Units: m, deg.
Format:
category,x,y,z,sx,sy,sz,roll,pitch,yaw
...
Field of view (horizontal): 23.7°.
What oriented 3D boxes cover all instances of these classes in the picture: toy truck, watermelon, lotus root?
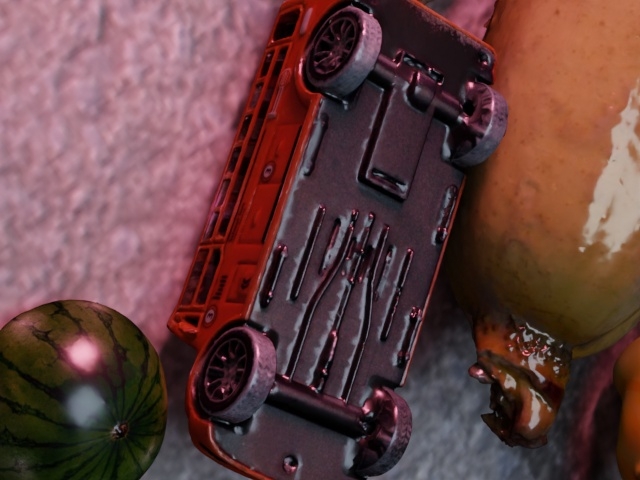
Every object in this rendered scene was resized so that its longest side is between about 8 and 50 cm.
category,x,y,z,sx,sy,sz,roll,pitch,yaw
toy truck,0.000,0.000,0.780,0.107,0.114,0.252,26,77,-34
watermelon,-0.115,0.083,0.733,0.105,0.062,0.105,-5,99,-32
lotus root,0.145,-0.052,0.856,0.169,0.151,0.342,53,57,-72

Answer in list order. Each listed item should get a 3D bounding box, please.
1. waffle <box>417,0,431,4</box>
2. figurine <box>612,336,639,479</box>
category,x,y,z,sx,sy,sz,roll,pitch,yaw
waffle,0.064,-0.190,0.869,0.135,0.021,0.092,-47,118,-24
figurine,0.278,0.097,0.980,0.246,0.156,0.131,-23,142,-48
